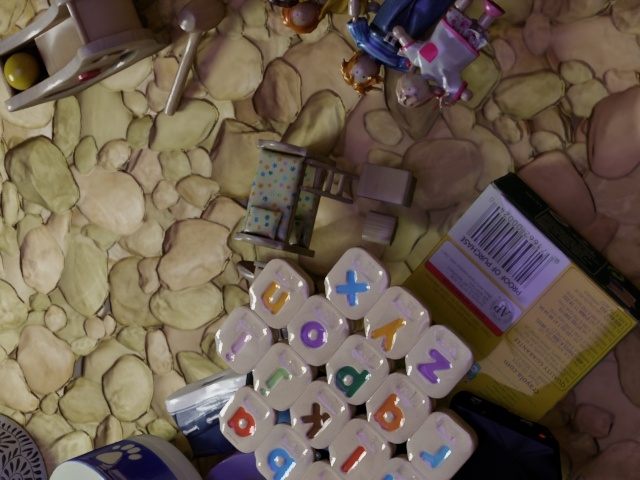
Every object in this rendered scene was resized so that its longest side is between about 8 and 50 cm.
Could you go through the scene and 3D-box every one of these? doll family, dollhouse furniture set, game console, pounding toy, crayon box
[{"bbox_3d":[0.056,-0.239,1.305,0.263,0.118,0.163,37,109,-6],"label":"doll family"},{"bbox_3d":[0.000,0.000,1.345,0.161,0.101,0.182,12,89,22],"label":"dollhouse furniture set"},{"bbox_3d":[0.072,0.234,1.337,0.361,0.044,0.213,23,114,22],"label":"game console"},{"bbox_3d":[-0.243,-0.197,1.414,0.269,0.154,0.155,-22,92,28],"label":"pounding toy"},{"bbox_3d":[0.162,0.111,1.333,0.202,0.081,0.318,45,116,10],"label":"crayon box"}]

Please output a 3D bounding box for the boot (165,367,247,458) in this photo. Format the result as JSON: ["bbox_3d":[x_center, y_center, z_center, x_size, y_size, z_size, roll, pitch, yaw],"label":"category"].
[{"bbox_3d":[-0.091,0.193,1.485,0.190,0.069,0.086,-22,98,35],"label":"boot"}]

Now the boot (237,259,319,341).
[{"bbox_3d":[-0.048,0.079,1.450,0.118,0.042,0.087,21,117,27],"label":"boot"}]

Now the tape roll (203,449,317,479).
[{"bbox_3d":[-0.046,0.323,1.479,0.189,0.080,0.189,6,104,25],"label":"tape roll"}]

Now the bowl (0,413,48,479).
[{"bbox_3d":[-0.449,0.316,1.665,0.170,0.080,0.170,5,103,23],"label":"bowl"}]

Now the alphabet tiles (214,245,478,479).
[{"bbox_3d":[0.022,0.153,1.305,0.284,0.021,0.278,43,116,13],"label":"alphabet tiles"}]

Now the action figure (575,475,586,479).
[{"bbox_3d":[0.380,0.424,1.254,0.330,0.178,0.341,17,106,31],"label":"action figure"}]

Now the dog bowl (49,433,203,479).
[{"bbox_3d":[-0.218,0.369,1.499,0.265,0.104,0.265,20,116,47],"label":"dog bowl"}]
